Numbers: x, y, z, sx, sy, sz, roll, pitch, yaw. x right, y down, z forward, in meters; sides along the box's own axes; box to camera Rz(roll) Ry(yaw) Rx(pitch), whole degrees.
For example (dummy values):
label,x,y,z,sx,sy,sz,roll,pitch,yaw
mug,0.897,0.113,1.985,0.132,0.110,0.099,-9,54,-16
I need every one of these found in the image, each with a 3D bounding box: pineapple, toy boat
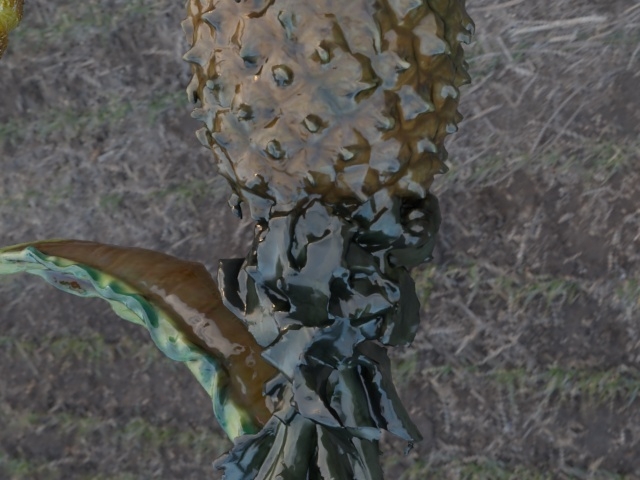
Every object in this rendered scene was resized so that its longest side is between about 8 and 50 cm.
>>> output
label,x,y,z,sx,sy,sz,roll,pitch,yaw
pineapple,0.000,0.000,0.399,0.125,0.125,0.251,4,92,35
toy boat,-0.079,0.076,0.632,0.293,0.099,0.108,43,172,11

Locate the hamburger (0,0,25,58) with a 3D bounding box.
label,x,y,z,sx,sy,sz,roll,pitch,yaw
hamburger,-0.329,-0.193,0.947,0.087,0.137,0.166,28,156,-28
